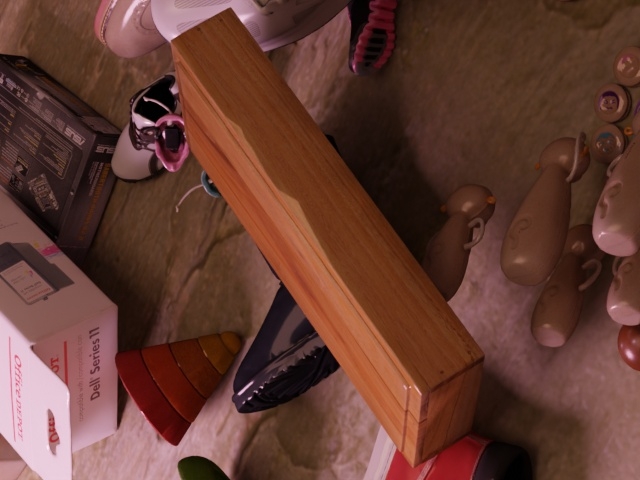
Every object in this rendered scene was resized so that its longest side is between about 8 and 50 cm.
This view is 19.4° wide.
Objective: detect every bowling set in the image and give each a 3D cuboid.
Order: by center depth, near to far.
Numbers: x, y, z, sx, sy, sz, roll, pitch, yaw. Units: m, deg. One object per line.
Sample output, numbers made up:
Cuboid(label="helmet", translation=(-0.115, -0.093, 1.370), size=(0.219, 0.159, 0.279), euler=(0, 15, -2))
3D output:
Cuboid(label="bowling set", translation=(0.243, 0.011, 1.660), size=(0.287, 0.200, 0.154), euler=(-15, 41, 46))

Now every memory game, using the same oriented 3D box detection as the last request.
Cuboid(label="memory game", translation=(0.317, -0.102, 1.662), size=(0.186, 0.012, 0.186), euler=(-2, 87, 43))

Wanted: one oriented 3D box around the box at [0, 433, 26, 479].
Cuboid(label="box", translation=(-0.519, 0.265, 2.210), size=(0.148, 0.311, 0.121), euler=(-54, 56, 27))

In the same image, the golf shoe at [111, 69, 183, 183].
Cuboid(label="golf shoe", translation=(-0.188, -0.134, 2.074), size=(0.198, 0.094, 0.077), euler=(-42, 62, 34))

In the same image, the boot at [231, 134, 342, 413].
Cuboid(label="boot", translation=(-0.035, 0.032, 1.920), size=(0.246, 0.094, 0.207), euler=(-42, 65, 25))

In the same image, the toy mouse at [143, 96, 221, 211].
Cuboid(label="toy mouse", translation=(-0.126, -0.096, 2.013), size=(0.031, 0.161, 0.143), euler=(-83, 15, -69))

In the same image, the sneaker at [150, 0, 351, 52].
Cuboid(label="sneaker", translation=(-0.017, -0.299, 1.744), size=(0.447, 0.257, 0.169), euler=(-25, 89, 25))

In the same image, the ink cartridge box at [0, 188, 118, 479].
Cuboid(label="ink cartridge box", translation=(-0.333, 0.111, 2.130), size=(0.353, 0.119, 0.207), euler=(42, 142, 35))

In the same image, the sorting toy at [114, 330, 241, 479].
Cuboid(label="sorting toy", translation=(-0.079, 0.233, 1.974), size=(0.126, 0.127, 0.365), euler=(-35, 65, 3))

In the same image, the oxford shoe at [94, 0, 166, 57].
Cuboid(label="oxford shoe", translation=(-0.111, -0.271, 1.992), size=(0.348, 0.123, 0.130), euler=(-34, 72, 38))

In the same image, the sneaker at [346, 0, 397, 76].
Cuboid(label="sneaker", translation=(0.046, -0.225, 1.898), size=(0.057, 0.047, 0.119), euler=(14, 90, 48))

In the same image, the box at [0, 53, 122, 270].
Cuboid(label="box", translation=(-0.340, -0.094, 2.235), size=(0.231, 0.056, 0.183), euler=(36, 113, 38))

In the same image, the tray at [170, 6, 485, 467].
Cuboid(label="tray", translation=(0.000, 0.000, 1.732), size=(0.411, 0.076, 0.203), euler=(55, 166, 21))

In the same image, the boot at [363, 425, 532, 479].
Cuboid(label="boot", translation=(0.113, 0.293, 1.785), size=(0.176, 0.088, 0.244), euler=(23, 100, 39))
